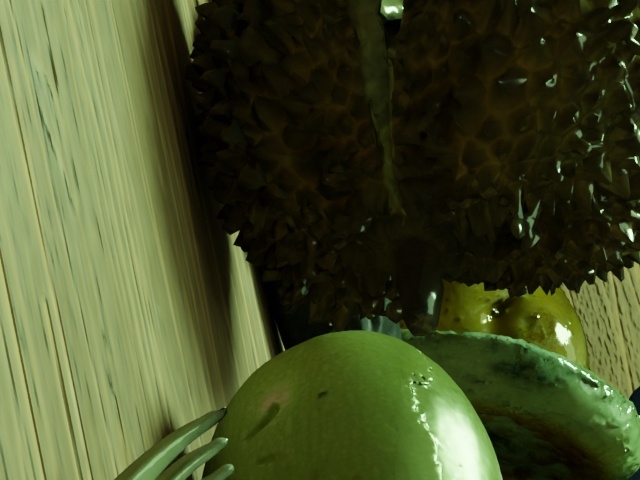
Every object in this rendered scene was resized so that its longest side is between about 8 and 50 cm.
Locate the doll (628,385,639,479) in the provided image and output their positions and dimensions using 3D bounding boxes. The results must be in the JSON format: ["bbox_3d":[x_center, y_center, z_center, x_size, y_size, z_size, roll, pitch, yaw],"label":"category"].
[{"bbox_3d":[0.209,0.239,1.159,0.187,0.376,0.366,30,47,-50],"label":"doll"}]

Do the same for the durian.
[{"bbox_3d":[0.047,-0.041,0.669,0.167,0.196,0.196,57,16,-36],"label":"durian"}]

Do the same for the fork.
[{"bbox_3d":[-0.030,0.105,0.283,0.219,0.028,0.034,-89,176,-56],"label":"fork"}]

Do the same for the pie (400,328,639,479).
[{"bbox_3d":[0.086,0.097,1.051,0.187,0.187,0.041,72,31,-63],"label":"pie"}]

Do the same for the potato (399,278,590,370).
[{"bbox_3d":[0.074,0.016,1.346,0.195,0.176,0.369,28,27,-34],"label":"potato"}]

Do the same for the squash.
[{"bbox_3d":[0.015,0.130,0.444,0.083,0.083,0.250,74,8,-55],"label":"squash"}]

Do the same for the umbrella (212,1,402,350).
[{"bbox_3d":[0.000,0.000,0.819,0.066,0.059,0.236,-62,143,-57],"label":"umbrella"}]
